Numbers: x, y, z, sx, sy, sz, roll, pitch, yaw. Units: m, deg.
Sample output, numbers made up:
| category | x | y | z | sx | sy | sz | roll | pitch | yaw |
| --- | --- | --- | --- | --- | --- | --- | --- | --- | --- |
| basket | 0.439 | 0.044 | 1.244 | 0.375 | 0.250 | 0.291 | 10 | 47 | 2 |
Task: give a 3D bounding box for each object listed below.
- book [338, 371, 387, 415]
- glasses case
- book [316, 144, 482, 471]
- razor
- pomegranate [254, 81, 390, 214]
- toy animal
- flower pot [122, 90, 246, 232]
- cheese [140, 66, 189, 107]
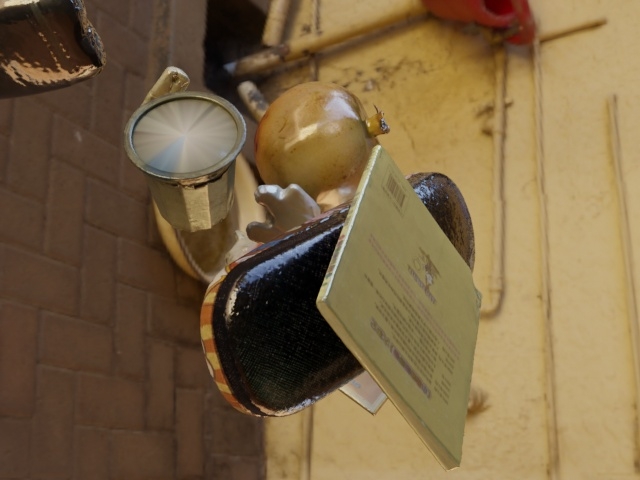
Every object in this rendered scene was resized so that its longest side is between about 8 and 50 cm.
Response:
| category | x | y | z | sx | sy | sz | roll | pitch | yaw |
| --- | --- | --- | --- | --- | --- | --- | --- | --- | --- |
| book | 0.106 | 0.186 | 1.495 | 0.241 | 0.170 | 0.018 | -48 | 154 | -21 |
| glasses case | 0.031 | 0.033 | 0.670 | 0.321 | 0.082 | 0.122 | -28 | 109 | -44 |
| book | 0.068 | 0.041 | 0.590 | 0.168 | 0.013 | 0.192 | 53 | 33 | -22 |
| razor | -0.572 | -0.350 | 1.445 | 0.204 | 0.349 | 0.113 | 70 | 11 | -46 |
| pomegranate | 0.008 | -0.214 | 1.832 | 0.319 | 0.319 | 0.319 | 24 | 62 | -58 |
| toy animal | -0.118 | -0.008 | 1.759 | 0.188 | 0.266 | 0.307 | -109 | 177 | -58 |
| flower pot | -0.230 | -0.132 | 1.456 | 0.202 | 0.213 | 0.212 | 86 | 14 | -56 |
| cheese | -0.356 | -0.294 | 1.751 | 0.065 | 0.194 | 0.043 | 25 | 24 | -36 |
